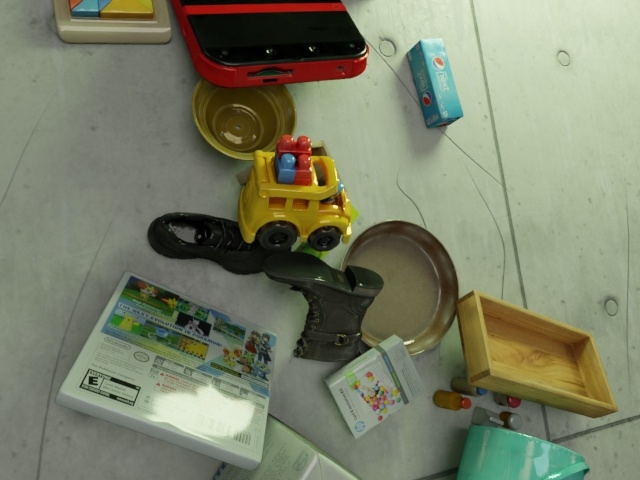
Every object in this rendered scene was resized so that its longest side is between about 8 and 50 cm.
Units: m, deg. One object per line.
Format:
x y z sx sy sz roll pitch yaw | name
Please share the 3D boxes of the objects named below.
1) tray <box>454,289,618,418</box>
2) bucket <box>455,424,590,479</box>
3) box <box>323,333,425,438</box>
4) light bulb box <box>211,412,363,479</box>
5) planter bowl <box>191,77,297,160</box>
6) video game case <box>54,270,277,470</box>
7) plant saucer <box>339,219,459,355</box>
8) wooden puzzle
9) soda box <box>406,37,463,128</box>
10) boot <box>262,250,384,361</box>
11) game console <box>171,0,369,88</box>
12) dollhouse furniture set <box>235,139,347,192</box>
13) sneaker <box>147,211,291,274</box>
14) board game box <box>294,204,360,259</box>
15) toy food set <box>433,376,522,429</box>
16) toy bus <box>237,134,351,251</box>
0.502 0.272 1.207 0.411 0.076 0.202 21 48 -24 | tray
0.421 0.519 1.099 0.281 0.281 0.182 25 69 -16 | bucket
0.117 0.309 1.104 0.186 0.038 0.145 -29 107 -13 | box
0.008 0.507 0.886 0.358 0.361 0.225 40 71 -10 | light bulb box
-0.166 -0.255 1.094 0.218 0.090 0.216 5 76 -20 | planter bowl
-0.240 0.217 0.916 0.329 0.036 0.299 26 30 -15 | video game case
0.176 0.107 1.188 0.311 0.050 0.310 3 81 -20 | plant saucer
-0.434 -0.526 1.065 0.221 0.044 0.238 -8 84 -22 | wooden puzzle
0.289 -0.395 1.306 0.071 0.067 0.209 -12 86 -23 | soda box
-0.011 0.151 1.040 0.263 0.091 0.228 14 119 -12 | boot
-0.110 -0.476 1.128 0.387 0.060 0.341 -12 61 -23 | game console
-0.059 -0.119 1.086 0.151 0.144 0.123 -26 91 -59 | dollhouse furniture set
-0.189 0.004 1.023 0.287 0.130 0.108 6 78 -21 | sneaker
0.000 0.000 1.115 0.043 0.092 0.181 44 69 -10 | board game box
0.391 0.372 1.194 0.233 0.104 0.111 26 73 -15 | toy food set
-0.032 -0.098 0.974 0.221 0.211 0.149 3 46 -18 | toy bus
